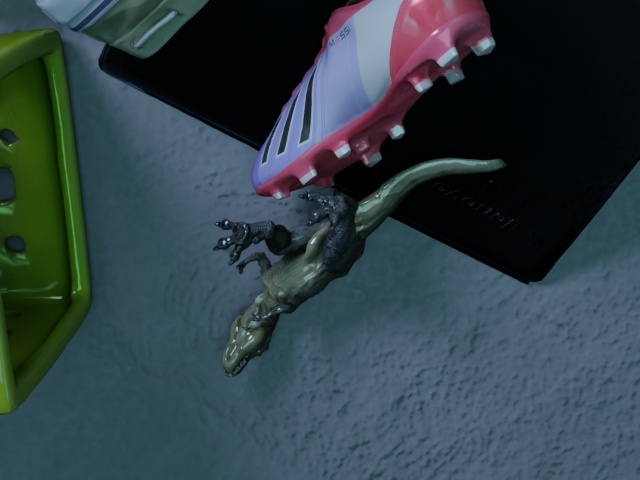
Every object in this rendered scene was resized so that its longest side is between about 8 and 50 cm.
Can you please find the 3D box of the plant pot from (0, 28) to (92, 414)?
[{"bbox_3d":[-0.293,-0.018,1.070,0.207,0.228,0.227,-3,105,8],"label":"plant pot"}]

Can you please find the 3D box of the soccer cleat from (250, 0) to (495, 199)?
[{"bbox_3d":[0.023,-0.112,1.065,0.248,0.083,0.095,-39,73,47],"label":"soccer cleat"}]

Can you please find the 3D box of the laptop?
[{"bbox_3d":[0.106,-0.245,1.115,0.382,0.236,0.408,26,75,-8],"label":"laptop"}]

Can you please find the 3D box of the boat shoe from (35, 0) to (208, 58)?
[{"bbox_3d":[-0.069,-0.218,0.986,0.094,0.109,0.302,29,143,-29],"label":"boat shoe"}]

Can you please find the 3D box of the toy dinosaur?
[{"bbox_3d":[0.000,0.000,1.124,0.268,0.118,0.064,-38,60,21],"label":"toy dinosaur"}]
